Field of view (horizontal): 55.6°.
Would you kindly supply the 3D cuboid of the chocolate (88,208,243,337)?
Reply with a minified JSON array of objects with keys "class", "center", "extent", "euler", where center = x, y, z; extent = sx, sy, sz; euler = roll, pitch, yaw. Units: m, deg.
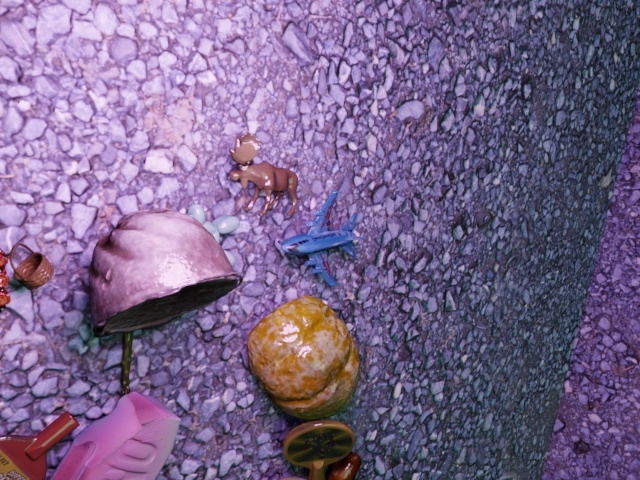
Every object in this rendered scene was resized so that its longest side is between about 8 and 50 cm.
[{"class":"chocolate","center":[-0.329,0.043,1.205],"extent":[0.303,0.303,0.212],"euler":[-14,74,-37]}]

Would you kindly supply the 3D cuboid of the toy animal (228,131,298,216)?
[{"class":"toy animal","center":[-0.139,-0.155,1.433],"extent":[0.214,0.094,0.185],"euler":[-2,107,-47]}]

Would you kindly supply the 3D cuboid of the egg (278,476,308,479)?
[{"class":"egg","center":[-0.050,0.772,1.651],"extent":[0.218,0.218,0.295],"euler":[-34,113,-29]}]

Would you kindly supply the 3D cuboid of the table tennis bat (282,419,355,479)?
[{"class":"table tennis bat","center":[-0.007,0.595,1.686],"extent":[0.199,0.050,0.320],"euler":[-3,129,-9]}]

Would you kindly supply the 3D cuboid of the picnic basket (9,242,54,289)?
[{"class":"picnic basket","center":[-0.551,0.046,1.139],"extent":[0.072,0.072,0.083],"euler":[-48,136,-21]}]

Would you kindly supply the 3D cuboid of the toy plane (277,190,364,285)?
[{"class":"toy plane","center":[0.000,0.000,1.570],"extent":[0.271,0.105,0.253],"euler":[-7,105,-38]}]

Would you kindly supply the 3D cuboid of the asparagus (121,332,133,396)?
[{"class":"asparagus","center":[-0.421,0.251,1.332],"extent":[0.024,0.025,0.248],"euler":[-49,145,-78]}]

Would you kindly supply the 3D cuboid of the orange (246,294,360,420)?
[{"class":"orange","center":[-0.017,0.321,1.575],"extent":[0.271,0.210,0.368],"euler":[-41,122,-22]}]

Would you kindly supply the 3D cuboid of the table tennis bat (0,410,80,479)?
[{"class":"table tennis bat","center":[-0.625,0.459,1.207],"extent":[0.310,0.038,0.200],"euler":[-39,125,-22]}]

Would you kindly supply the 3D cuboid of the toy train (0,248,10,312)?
[{"class":"toy train","center":[-0.615,0.070,1.104],"extent":[0.087,0.050,0.137],"euler":[-6,105,-36]}]

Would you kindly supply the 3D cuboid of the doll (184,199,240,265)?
[{"class":"doll","center":[-0.260,-0.013,1.377],"extent":[0.159,0.059,0.159],"euler":[-6,106,-40]}]

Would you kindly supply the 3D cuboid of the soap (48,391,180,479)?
[{"class":"soap","center":[-0.447,0.490,1.298],"extent":[0.193,0.109,0.323],"euler":[40,77,-49]}]

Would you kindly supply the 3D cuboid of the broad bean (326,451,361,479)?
[{"class":"broad bean","center":[0.064,0.711,1.821],"extent":[0.114,0.085,0.165],"euler":[-2,108,-45]}]
